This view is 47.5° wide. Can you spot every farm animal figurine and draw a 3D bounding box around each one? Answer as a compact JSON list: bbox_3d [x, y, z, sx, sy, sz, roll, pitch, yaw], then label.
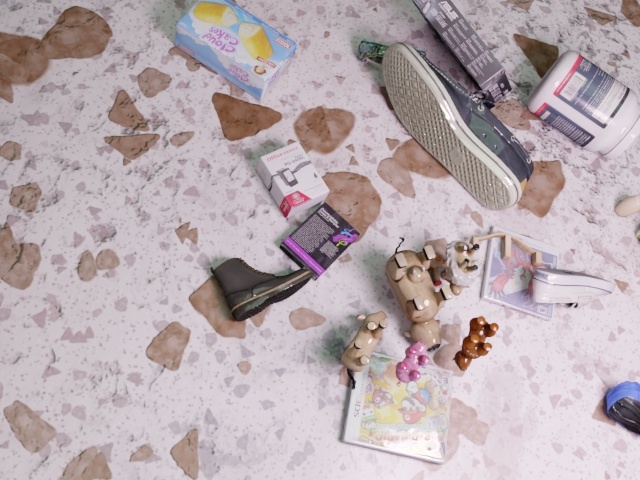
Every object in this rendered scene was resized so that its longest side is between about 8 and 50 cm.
[{"bbox_3d":[0.199,0.161,1.585,0.330,0.172,0.326,0,70,-10],"label":"farm animal figurine"}]

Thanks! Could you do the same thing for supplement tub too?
[{"bbox_3d":[0.712,-0.359,1.938,0.272,0.191,0.191,36,63,2],"label":"supplement tub"}]

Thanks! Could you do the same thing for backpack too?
[{"bbox_3d":[0.720,0.379,1.670,0.120,0.098,0.101,26,34,-2],"label":"backpack"}]

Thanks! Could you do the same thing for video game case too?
[{"bbox_3d":[0.492,0.079,1.782,0.183,0.023,0.201,18,64,-6],"label":"video game case"},{"bbox_3d":[0.171,0.357,1.574,0.227,0.026,0.206,15,64,-8],"label":"video game case"}]

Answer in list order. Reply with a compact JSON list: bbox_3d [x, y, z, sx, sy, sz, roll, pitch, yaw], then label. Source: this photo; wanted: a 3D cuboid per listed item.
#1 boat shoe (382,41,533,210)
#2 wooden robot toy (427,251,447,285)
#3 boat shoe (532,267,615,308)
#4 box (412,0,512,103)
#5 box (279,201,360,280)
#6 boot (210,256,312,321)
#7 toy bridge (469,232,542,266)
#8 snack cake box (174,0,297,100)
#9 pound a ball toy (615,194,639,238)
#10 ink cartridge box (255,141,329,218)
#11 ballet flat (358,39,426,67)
[{"bbox_3d":[0.345,-0.301,1.828,0.156,0.187,0.500,-41,88,-27],"label":"boat shoe"},{"bbox_3d":[0.274,0.060,1.702,0.173,0.079,0.076,-7,69,-17],"label":"wooden robot toy"},{"bbox_3d":[0.606,0.122,1.741,0.267,0.096,0.088,6,99,-39],"label":"boat shoe"},{"bbox_3d":[0.370,-0.514,1.897,0.076,0.242,0.307,-37,77,15],"label":"box"},{"bbox_3d":[0.000,0.000,1.686,0.116,0.029,0.162,43,65,6],"label":"box"},{"bbox_3d":[-0.130,0.074,1.598,0.198,0.077,0.137,-25,70,-24],"label":"boot"},{"bbox_3d":[0.454,0.015,1.773,0.188,0.026,0.063,12,62,-10],"label":"toy bridge"},{"bbox_3d":[-0.212,-0.489,1.813,0.264,0.089,0.152,33,62,2],"label":"snack cake box"},{"bbox_3d":[0.949,-0.011,1.878,0.319,0.136,0.208,7,65,-12],"label":"pound a ball toy"},{"bbox_3d":[-0.067,-0.145,1.713,0.109,0.063,0.150,-26,76,-23],"label":"ink cartridge box"},{"bbox_3d":[0.190,-0.487,1.940,0.188,0.070,0.070,6,65,-10],"label":"ballet flat"}]
